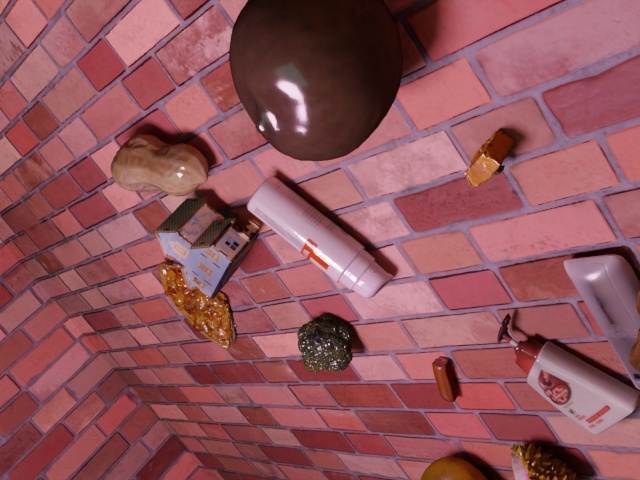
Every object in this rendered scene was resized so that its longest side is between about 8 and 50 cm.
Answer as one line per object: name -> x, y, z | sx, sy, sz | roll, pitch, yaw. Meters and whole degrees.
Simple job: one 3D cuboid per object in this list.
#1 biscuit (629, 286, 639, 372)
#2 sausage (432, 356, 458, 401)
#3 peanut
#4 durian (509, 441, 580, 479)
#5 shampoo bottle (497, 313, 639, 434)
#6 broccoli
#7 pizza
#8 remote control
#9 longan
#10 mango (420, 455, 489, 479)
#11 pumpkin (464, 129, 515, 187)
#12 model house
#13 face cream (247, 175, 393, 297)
biscuit -> 0.586, 0.122, 1.209 | 0.183, 0.047, 0.320 | 30, 137, 8
sausage -> 0.291, 0.327, 1.782 | 0.039, 0.041, 0.131 | 9, 134, 34
peanut -> -0.388, -0.178, 1.849 | 0.313, 0.149, 0.149 | 14, 137, 37
durian -> 0.496, 0.551, 1.747 | 0.186, 0.154, 0.260 | 52, 159, 29
shampoo bottle -> 0.462, 0.257, 1.500 | 0.284, 0.071, 0.153 | 35, 147, 11
broccoli -> 0.009, 0.260, 1.932 | 0.162, 0.146, 0.138 | 2, 165, 22
pizza -> -0.358, 0.192, 2.273 | 0.226, 0.086, 0.335 | -16, 114, 54
remote control -> 0.530, 0.153, 1.329 | 0.109, 0.055, 0.313 | -12, 119, 51
longan -> -0.009, -0.275, 1.218 | 0.297, 0.297, 0.297 | 27, 143, 23
mango -> 0.393, 0.746, 1.985 | 0.301, 0.220, 0.445 | 5, 128, 47
pumpkin -> 0.279, -0.130, 1.260 | 0.054, 0.074, 0.083 | 38, 147, -2
model house -> -0.283, -0.007, 1.883 | 0.206, 0.178, 0.271 | 36, 149, 0
face cream -> 0.000, 0.000, 1.671 | 0.345, 0.102, 0.102 | 39, 146, 9
